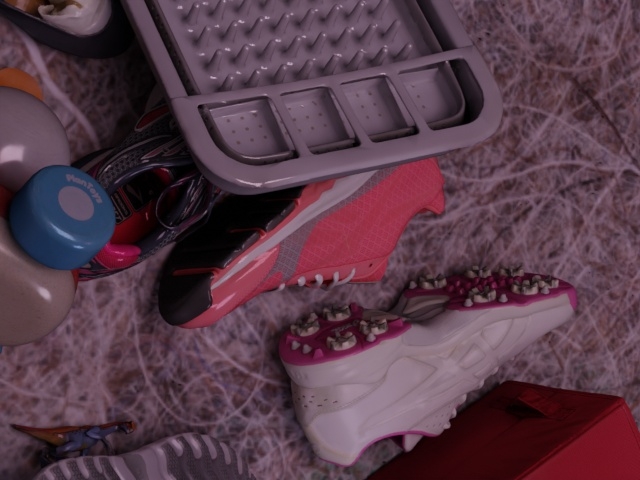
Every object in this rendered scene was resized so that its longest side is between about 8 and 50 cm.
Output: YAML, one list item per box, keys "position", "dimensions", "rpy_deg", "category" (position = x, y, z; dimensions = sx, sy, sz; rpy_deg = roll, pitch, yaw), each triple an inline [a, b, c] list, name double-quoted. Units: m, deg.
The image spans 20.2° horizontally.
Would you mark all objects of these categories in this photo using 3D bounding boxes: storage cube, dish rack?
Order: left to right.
- position: [-0.031, -0.183, 1.496]
  dimensions: [0.285, 0.072, 0.333]
  rpy_deg: [-13, 65, -27]
  category: "dish rack"
- position: [0.185, 0.261, 1.645]
  dimensions: [0.193, 0.183, 0.215]
  rpy_deg: [-32, 107, -27]
  category: "storage cube"

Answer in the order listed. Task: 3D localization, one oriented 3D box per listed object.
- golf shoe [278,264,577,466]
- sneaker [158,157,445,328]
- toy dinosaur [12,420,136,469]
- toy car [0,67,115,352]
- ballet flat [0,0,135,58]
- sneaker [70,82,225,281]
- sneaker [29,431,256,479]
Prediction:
- position: [0.103, 0.110, 1.648]
  dimensions: [0.306, 0.115, 0.140]
  rpy_deg: [-15, 109, -25]
  category: "golf shoe"
- position: [0.001, 0.000, 1.567]
  dimensions: [0.314, 0.116, 0.136]
  rpy_deg: [-39, 111, -26]
  category: "sneaker"
- position: [-0.194, 0.161, 1.490]
  dimensions: [0.090, 0.047, 0.082]
  rpy_deg: [54, 44, -8]
  category: "toy dinosaur"
- position: [-0.274, -0.053, 1.378]
  dimensions: [0.210, 0.219, 0.238]
  rpy_deg: [27, 43, -22]
  category: "toy car"
- position: [-0.226, -0.203, 1.449]
  dimensions: [0.203, 0.074, 0.074]
  rpy_deg: [26, 76, -30]
  category: "ballet flat"
- position: [-0.105, -0.069, 1.502]
  dimensions: [0.299, 0.112, 0.121]
  rpy_deg: [-47, 113, -24]
  category: "sneaker"
- position: [-0.158, 0.224, 1.485]
  dimensions: [0.281, 0.115, 0.105]
  rpy_deg: [11, 56, -48]
  category: "sneaker"
